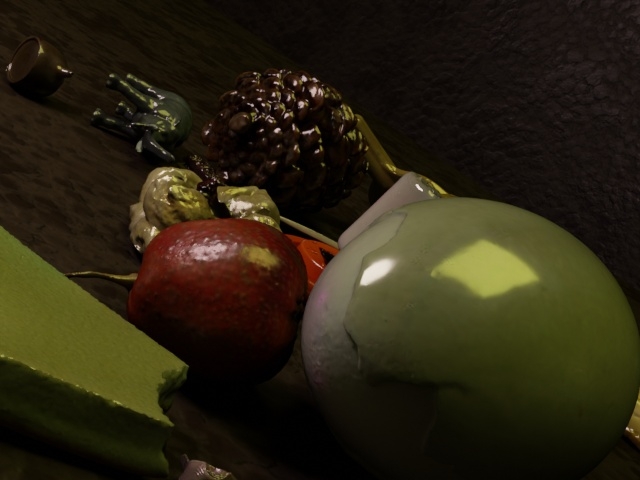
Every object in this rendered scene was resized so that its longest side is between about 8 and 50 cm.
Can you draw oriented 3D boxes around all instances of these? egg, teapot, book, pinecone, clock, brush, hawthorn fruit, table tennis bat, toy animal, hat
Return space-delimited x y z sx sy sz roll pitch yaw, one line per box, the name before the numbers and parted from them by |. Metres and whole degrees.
egg | 0.122 0.096 0.934 0.336 0.278 0.278 21 16 -41
teapot | -0.393 -0.237 1.467 0.121 0.076 0.068 3 -19 42
book | 0.000 0.000 1.491 0.181 0.014 0.127 26 -3 -16
pinecone | -0.042 -0.146 1.575 0.272 0.224 0.224 20 17 -50
clock | 0.022 0.053 1.348 0.205 0.051 0.205 29 13 -7
brush | -0.138 -0.057 1.430 0.043 0.036 0.248 16 19 -33
hawthorn fruit | -0.115 0.047 0.936 0.203 0.163 0.162 13 13 5
table tennis bat | 0.134 -0.077 1.729 0.321 0.050 0.198 51 -29 -16
toy animal | -0.253 -0.173 1.497 0.137 0.082 0.269 27 13 -9
hat | -0.081 0.181 0.729 0.058 0.042 0.087 33 -20 -3

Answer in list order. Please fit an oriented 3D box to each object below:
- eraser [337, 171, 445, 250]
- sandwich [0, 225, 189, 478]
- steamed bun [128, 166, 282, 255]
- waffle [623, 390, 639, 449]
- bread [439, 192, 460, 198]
eraser | 0.198 0.101 1.267 0.331 0.150 0.331 43 10 -10
sandwich | -0.202 0.075 0.800 0.212 0.063 0.245 28 14 -25
steamed bun | -0.123 -0.022 1.192 0.177 0.106 0.192 27 13 -20
waffle | 0.528 0.279 1.590 0.168 0.057 0.274 41 17 35
bread | 0.212 0.027 1.579 0.197 0.171 0.197 26 14 -7
